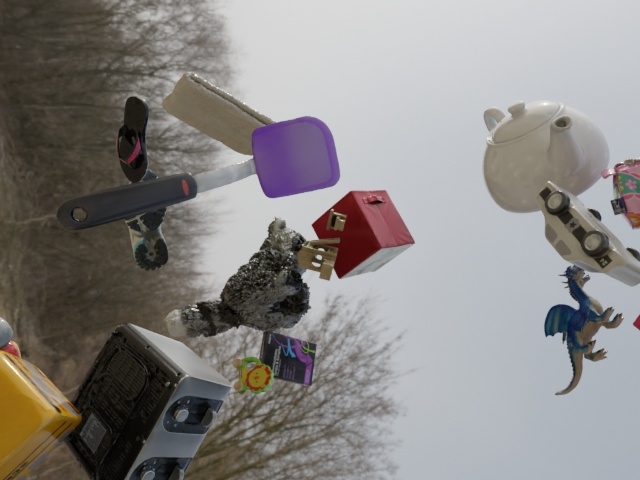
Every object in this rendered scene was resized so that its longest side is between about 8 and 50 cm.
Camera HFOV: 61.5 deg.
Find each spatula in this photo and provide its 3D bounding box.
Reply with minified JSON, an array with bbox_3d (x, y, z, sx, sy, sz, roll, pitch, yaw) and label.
[{"bbox_3d":[-0.109,-0.063,0.544,0.030,0.296,0.084,11,-64,55],"label":"spatula"}]

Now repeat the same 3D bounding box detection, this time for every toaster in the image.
[{"bbox_3d":[-0.222,0.208,0.662,0.186,0.110,0.168,23,-98,40],"label":"toaster"}]

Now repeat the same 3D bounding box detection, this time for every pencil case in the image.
[{"bbox_3d":[0.605,-0.110,0.838,0.284,0.124,0.124,-21,-103,30],"label":"pencil case"}]

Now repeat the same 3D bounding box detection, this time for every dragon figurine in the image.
[{"bbox_3d":[0.551,0.191,1.175,0.144,0.085,0.289,24,-90,57],"label":"dragon figurine"}]

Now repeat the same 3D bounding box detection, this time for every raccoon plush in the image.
[{"bbox_3d":[-0.217,0.085,1.528,0.299,0.446,0.216,-109,-156,-44],"label":"raccoon plush"}]

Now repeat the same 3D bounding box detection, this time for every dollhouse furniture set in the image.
[{"bbox_3d":[0.000,0.000,1.418,0.182,0.101,0.161,-61,165,-81],"label":"dollhouse furniture set"}]

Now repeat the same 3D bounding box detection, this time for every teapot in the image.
[{"bbox_3d":[0.417,-0.188,1.057,0.256,0.252,0.187,-16,-66,47],"label":"teapot"}]

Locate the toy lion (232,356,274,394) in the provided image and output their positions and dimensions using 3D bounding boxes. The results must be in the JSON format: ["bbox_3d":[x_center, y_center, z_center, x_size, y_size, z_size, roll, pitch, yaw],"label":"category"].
[{"bbox_3d":[-0.160,0.323,1.293,0.034,0.096,0.100,66,8,-45],"label":"toy lion"}]

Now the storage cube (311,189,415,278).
[{"bbox_3d":[0.125,-0.019,1.599,0.215,0.184,0.193,-40,-111,37],"label":"storage cube"}]

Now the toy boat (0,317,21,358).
[{"bbox_3d":[-0.793,0.246,1.110,0.267,0.318,0.148,-119,-158,-57],"label":"toy boat"}]

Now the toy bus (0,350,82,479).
[{"bbox_3d":[-0.418,0.267,0.534,0.108,0.332,0.130,41,-21,10],"label":"toy bus"}]

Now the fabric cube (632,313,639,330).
[{"bbox_3d":[0.767,0.144,0.899,0.259,0.254,0.258,-64,-152,22],"label":"fabric cube"}]

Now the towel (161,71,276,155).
[{"bbox_3d":[-0.259,-0.325,1.413,0.187,0.282,0.049,-21,-133,54],"label":"towel"}]

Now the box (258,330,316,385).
[{"bbox_3d":[-0.088,0.316,1.436,0.029,0.162,0.116,-24,-128,52],"label":"box"}]

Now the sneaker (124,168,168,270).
[{"bbox_3d":[-0.464,-0.064,1.397,0.122,0.110,0.283,49,-42,46],"label":"sneaker"}]

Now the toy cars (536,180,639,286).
[{"bbox_3d":[0.450,0.074,0.763,0.394,0.176,0.087,44,-62,13],"label":"toy cars"}]

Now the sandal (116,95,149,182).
[{"bbox_3d":[-0.371,-0.192,1.048,0.067,0.040,0.179,24,-57,12],"label":"sandal"}]
